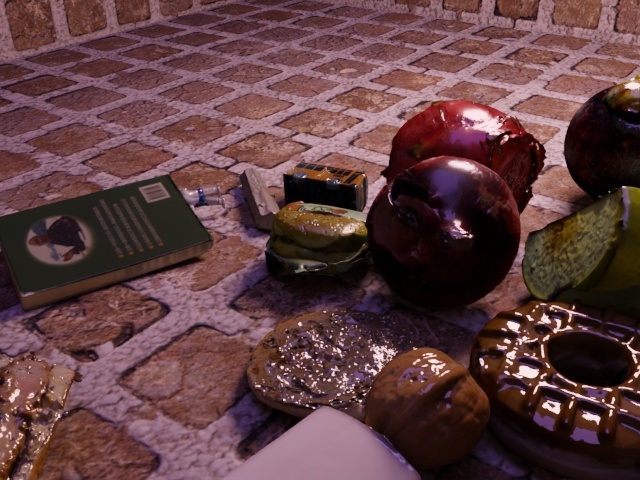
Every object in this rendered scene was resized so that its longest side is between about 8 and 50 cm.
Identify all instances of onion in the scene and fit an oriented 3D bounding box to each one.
[{"bbox_3d":[0.206,-0.013,1.202,0.272,0.272,0.195,3,1,8],"label":"onion"}]

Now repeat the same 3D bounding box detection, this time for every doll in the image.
[{"bbox_3d":[-0.329,-0.082,1.562,0.227,0.057,0.114,-6,30,-14],"label":"doll"}]

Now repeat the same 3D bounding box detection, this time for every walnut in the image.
[{"bbox_3d":[0.137,0.221,0.931,0.166,0.149,0.166,-1,55,1],"label":"walnut"}]

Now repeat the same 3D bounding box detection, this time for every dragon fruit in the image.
[{"bbox_3d":[0.282,-0.141,1.426,0.295,0.295,0.302,-16,16,-25],"label":"dragon fruit"}]

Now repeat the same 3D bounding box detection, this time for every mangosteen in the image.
[{"bbox_3d":[0.685,-0.206,1.489,0.330,0.330,0.330,-1,30,0],"label":"mangosteen"}]

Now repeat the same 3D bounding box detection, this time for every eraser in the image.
[{"bbox_3d":[-0.032,0.317,0.819,0.270,0.095,0.174,-26,38,-38],"label":"eraser"}]

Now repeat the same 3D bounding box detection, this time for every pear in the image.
[{"bbox_3d":[0.505,0.046,1.184,0.292,0.292,0.159,3,71,7],"label":"pear"}]

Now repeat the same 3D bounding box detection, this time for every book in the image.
[{"bbox_3d":[-0.430,-0.012,1.403,0.371,0.043,0.260,-18,45,-24],"label":"book"}]

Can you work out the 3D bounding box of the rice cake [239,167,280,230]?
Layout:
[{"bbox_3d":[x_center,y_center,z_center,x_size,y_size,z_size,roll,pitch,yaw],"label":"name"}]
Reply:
[{"bbox_3d":[-0.133,-0.094,1.582,0.057,0.052,0.256,20,22,-25],"label":"rice cake"}]

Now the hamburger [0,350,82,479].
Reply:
[{"bbox_3d":[-0.409,0.249,0.889,0.155,0.245,0.282,19,-18,-14],"label":"hamburger"}]

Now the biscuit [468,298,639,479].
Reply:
[{"bbox_3d":[0.370,0.201,0.999,0.332,0.103,0.332,0,31,0],"label":"biscuit"}]

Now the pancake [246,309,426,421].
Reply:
[{"bbox_3d":[0.023,0.186,1.089,0.282,0.049,0.282,0,29,0],"label":"pancake"}]

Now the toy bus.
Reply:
[{"bbox_3d":[0.018,-0.113,1.570,0.182,0.091,0.103,13,33,25],"label":"toy bus"}]

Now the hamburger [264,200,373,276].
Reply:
[{"bbox_3d":[-0.002,0.002,1.329,0.214,0.125,0.235,6,15,32],"label":"hamburger"}]
